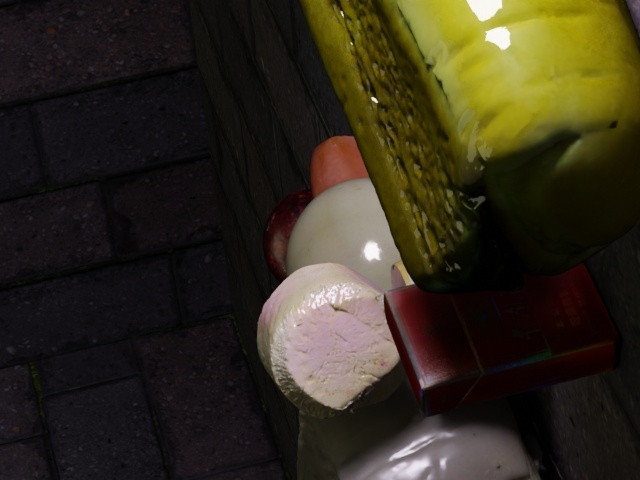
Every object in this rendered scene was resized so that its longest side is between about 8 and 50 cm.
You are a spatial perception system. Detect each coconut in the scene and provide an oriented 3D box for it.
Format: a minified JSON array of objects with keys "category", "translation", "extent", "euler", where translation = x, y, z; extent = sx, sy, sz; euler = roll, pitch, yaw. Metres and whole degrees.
[{"category":"coconut","translation":[0.012,0.096,1.901],"extent":[0.153,0.147,0.147],"euler":[-145,43,-78]}]

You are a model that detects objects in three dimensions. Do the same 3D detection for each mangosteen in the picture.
[{"category":"mangosteen","translation":[-0.010,0.003,2.694],"extent":[0.181,0.146,0.156],"euler":[-155,50,-79]}]

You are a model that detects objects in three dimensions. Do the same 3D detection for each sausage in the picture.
[{"category":"sausage","translation":[0.056,0.002,2.400],"extent":[0.113,0.114,0.259],"euler":[93,163,-62]}]

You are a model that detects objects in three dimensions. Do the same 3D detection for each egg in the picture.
[{"category":"egg","translation":[0.055,0.024,2.174],"extent":[0.253,0.189,0.188],"euler":[-97,-2,-67]}]

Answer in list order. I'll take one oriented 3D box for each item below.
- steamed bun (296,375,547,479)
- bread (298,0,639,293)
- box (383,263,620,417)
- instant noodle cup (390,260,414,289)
[{"category":"steamed bun","translation":[0.097,0.243,2.021],"extent":[0.383,0.247,0.236],"euler":[-129,25,-73]},{"category":"bread","translation":[0.120,-0.146,1.426],"extent":[0.251,0.208,0.376],"euler":[106,151,-59]},{"category":"box","translation":[0.152,0.075,1.654],"extent":[0.048,0.175,0.112],"euler":[87,166,-50]},{"category":"instant noodle cup","translation":[0.140,0.060,1.892],"extent":[0.151,0.122,0.151],"euler":[168,90,-84]}]
